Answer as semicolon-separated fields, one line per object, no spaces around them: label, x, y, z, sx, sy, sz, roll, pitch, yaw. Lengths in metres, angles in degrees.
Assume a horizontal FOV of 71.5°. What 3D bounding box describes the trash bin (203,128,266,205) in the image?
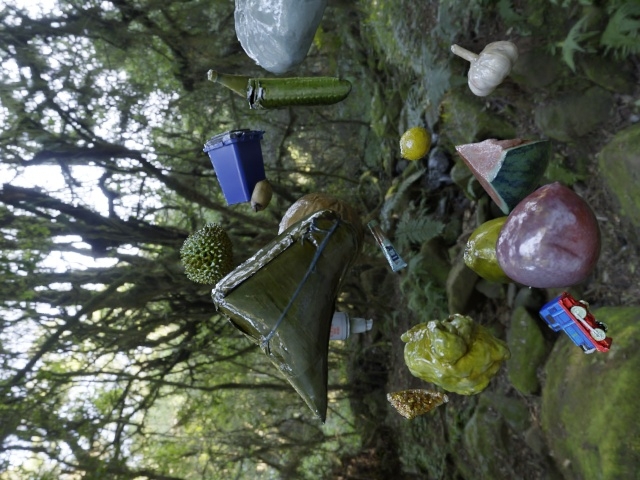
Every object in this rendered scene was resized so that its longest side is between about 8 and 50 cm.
trash bin;-0.261;-0.245;1.480;0.162;0.183;0.235;-24;-76;-52

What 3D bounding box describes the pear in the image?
pear;0.695;0.035;1.656;0.269;0.320;0.270;180;90;-76

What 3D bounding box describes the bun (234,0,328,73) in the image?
bun;-0.101;-0.588;1.075;0.354;0.194;0.355;-170;90;-68

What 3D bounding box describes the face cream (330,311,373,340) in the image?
face cream;0.063;0.305;1.584;0.101;0.251;0.101;180;90;-84

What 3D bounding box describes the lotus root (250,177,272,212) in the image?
lotus root;-0.185;-0.144;1.409;0.072;0.063;0.152;108;175;-52

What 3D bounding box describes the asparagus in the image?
asparagus;-0.079;-0.536;1.614;0.128;0.381;0.108;86;-178;-74

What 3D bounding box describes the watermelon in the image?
watermelon;0.593;-0.215;1.490;0.282;0.292;0.251;-1;-87;-43

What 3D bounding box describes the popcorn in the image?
popcorn;0.449;0.401;1.547;0.334;0.292;0.294;-54;53;45

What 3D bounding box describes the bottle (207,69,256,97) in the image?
bottle;-0.303;-0.597;1.706;0.269;0.083;0.083;6;-98;-38

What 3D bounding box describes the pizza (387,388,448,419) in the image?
pizza;0.263;0.461;1.266;0.130;0.178;0.041;-21;-79;-52

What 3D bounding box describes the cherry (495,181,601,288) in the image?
cherry;0.615;-0.001;1.192;0.221;0.260;0.308;-101;14;-71

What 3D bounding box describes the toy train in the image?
toy train;0.836;0.273;1.450;0.082;0.131;0.204;-23;-109;-48

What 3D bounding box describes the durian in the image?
durian;-0.424;0.063;1.663;0.176;0.200;0.237;-31;-31;-40

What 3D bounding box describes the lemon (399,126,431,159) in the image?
lemon;0.338;-0.345;1.588;0.109;0.133;0.109;49;-179;-1

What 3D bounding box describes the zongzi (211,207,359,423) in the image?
zongzi;0.004;0.151;1.014;0.393;0.356;0.174;49;171;-1

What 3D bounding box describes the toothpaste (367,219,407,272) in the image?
toothpaste;0.239;0.017;1.620;0.205;0.056;0.036;60;170;16

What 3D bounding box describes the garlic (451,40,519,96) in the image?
garlic;0.573;-0.649;1.586;0.199;0.225;0.199;-52;-6;-8

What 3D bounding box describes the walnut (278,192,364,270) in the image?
walnut;0.000;0.000;1.581;0.333;0.332;0.334;0;-90;-79
